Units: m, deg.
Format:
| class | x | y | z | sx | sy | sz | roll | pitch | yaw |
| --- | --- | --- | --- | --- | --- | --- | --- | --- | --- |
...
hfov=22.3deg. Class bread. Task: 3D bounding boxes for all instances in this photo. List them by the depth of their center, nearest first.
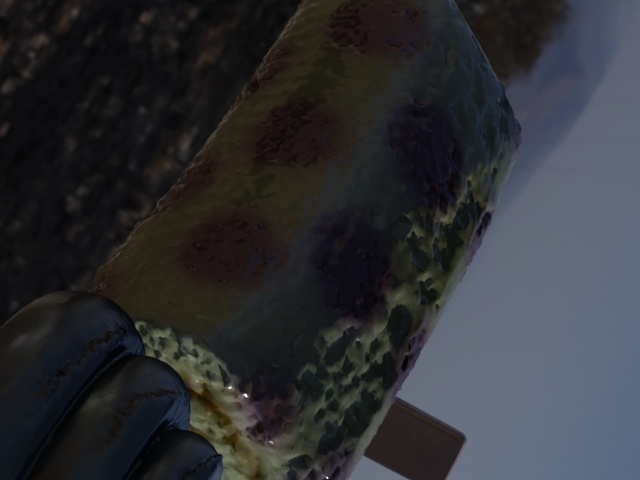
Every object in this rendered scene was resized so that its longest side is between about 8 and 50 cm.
| class | x | y | z | sx | sy | sz | roll | pitch | yaw |
| --- | --- | --- | --- | --- | --- | --- | --- | --- | --- |
| bread | 0.000 | 0.000 | 0.991 | 0.155 | 0.187 | 0.338 | -6 | -141 | 39 |

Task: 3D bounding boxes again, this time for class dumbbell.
| class | x | y | z | sx | sy | sz | roll | pitch | yaw |
| --- | --- | --- | --- | --- | --- | --- | --- | --- | --- |
| dumbbell | 0.010 | 0.162 | 0.527 | 0.179 | 0.406 | 0.179 | -61 | 174 | -11 |

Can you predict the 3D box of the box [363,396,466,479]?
| class | x | y | z | sx | sy | sz | roll | pitch | yaw |
| --- | --- | --- | --- | --- | --- | --- | --- | --- | --- |
| box | 0.042 | 0.129 | 1.122 | 0.048 | 0.115 | 0.025 | -63 | 178 | 4 |
